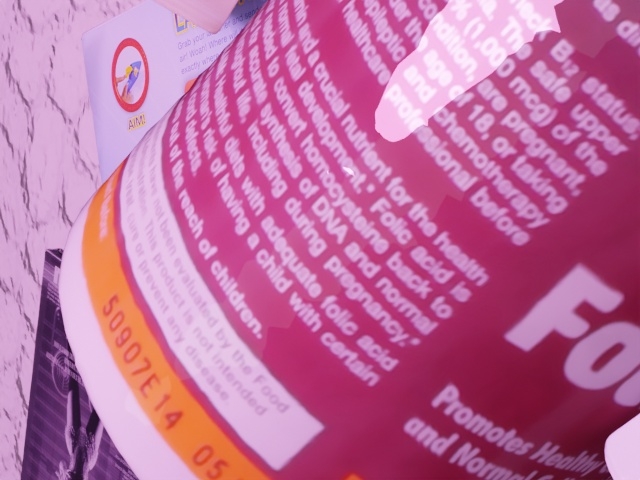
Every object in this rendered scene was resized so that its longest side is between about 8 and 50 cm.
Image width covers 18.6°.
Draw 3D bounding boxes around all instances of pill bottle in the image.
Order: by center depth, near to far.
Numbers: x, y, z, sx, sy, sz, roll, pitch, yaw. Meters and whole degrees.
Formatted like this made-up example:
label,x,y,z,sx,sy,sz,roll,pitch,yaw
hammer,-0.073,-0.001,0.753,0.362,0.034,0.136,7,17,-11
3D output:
label,x,y,z,sx,sy,sz,roll,pitch,yaw
pill bottle,0.102,-0.054,0.705,0.392,0.224,0.224,-45,57,29

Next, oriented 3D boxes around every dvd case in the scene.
label,x,y,z,sx,sy,sz,roll,pitch,yaw
dvd case,-0.152,0.136,1.317,0.164,0.018,0.221,30,117,48

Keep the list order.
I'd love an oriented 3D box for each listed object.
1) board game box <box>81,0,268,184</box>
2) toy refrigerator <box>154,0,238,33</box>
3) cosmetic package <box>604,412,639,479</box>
label,x,y,z,sx,sy,sz,roll,pitch,yaw
board game box,0.000,0.000,1.027,0.308,0.086,0.302,-15,82,54
toy refrigerator,-0.090,-0.198,1.040,0.102,0.094,0.269,-58,23,7
cosmetic package,0.226,0.087,0.634,0.151,0.184,0.151,-46,57,45
